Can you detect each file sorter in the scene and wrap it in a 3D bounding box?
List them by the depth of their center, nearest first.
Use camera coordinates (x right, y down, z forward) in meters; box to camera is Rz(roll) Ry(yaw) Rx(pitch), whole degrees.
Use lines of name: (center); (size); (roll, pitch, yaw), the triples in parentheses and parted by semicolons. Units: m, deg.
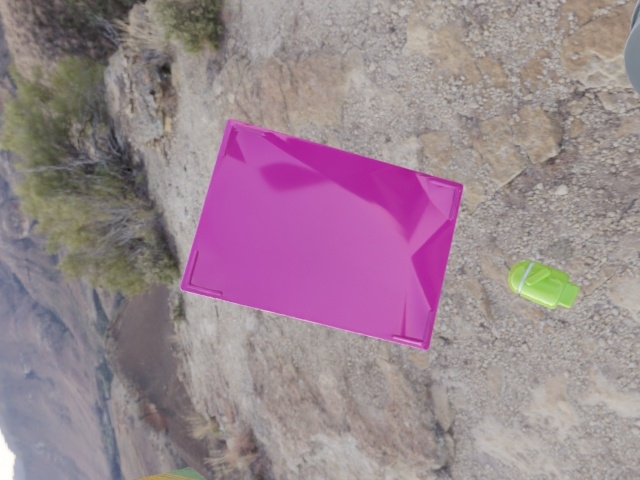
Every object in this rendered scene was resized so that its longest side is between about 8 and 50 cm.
file sorter: (0.000, 0.000, 0.570); (0.182, 0.290, 0.202); (144, 140, -83)

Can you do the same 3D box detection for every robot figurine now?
robot figurine: (0.384, 0.075, 0.735); (0.115, 0.101, 0.067); (26, 95, 32)

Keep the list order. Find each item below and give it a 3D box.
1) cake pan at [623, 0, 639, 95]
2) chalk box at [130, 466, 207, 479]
cake pan: (0.522, -0.222, 0.516); (0.054, 0.293, 0.293); (-51, 47, 0)
chalk box: (-0.130, 0.264, 0.290); (0.132, 0.132, 0.213); (26, 164, 21)
